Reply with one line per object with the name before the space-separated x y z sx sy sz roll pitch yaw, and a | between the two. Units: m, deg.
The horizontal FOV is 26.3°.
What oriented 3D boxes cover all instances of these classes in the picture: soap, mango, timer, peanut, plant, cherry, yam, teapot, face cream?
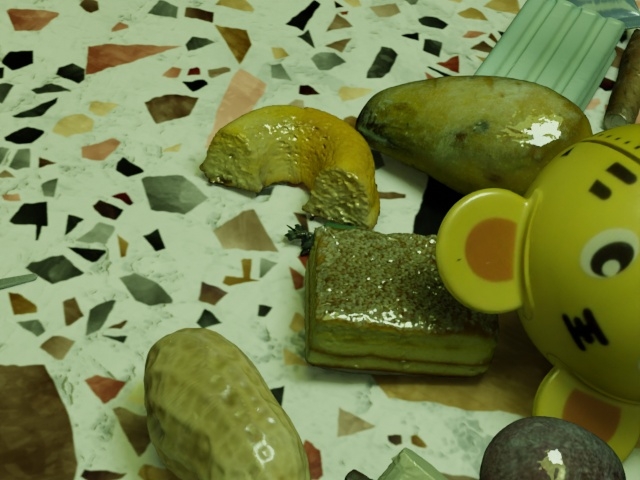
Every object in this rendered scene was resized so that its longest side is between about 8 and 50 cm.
soap | 0.341 -0.258 2.082 0.160 0.087 0.265 24 49 14
mango | 0.217 -0.145 1.922 0.329 0.175 0.176 13 11 32
timer | 0.361 0.051 1.636 0.387 0.376 0.376 -31 57 -15
peanut | -0.103 0.231 1.535 0.153 0.140 0.325 -25 58 -5
plant | 0.000 0.000 1.824 0.102 0.051 0.051 3 45 13
cherry | 0.255 0.280 1.529 0.176 0.140 0.176 15 57 -24
yam | 0.482 -0.251 2.118 0.057 0.057 0.241 19 48 10
teapot | 0.052 0.318 1.430 0.077 0.107 0.200 39 95 3
face cream | 0.455 -0.479 2.308 0.135 0.086 0.385 -6 49 11

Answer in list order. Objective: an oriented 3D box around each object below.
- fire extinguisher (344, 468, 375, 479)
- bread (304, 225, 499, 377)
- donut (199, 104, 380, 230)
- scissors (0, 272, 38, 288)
fire extinguisher | 0.129 0.349 1.494 0.268 0.072 0.089 28 30 17
bread | 0.098 0.081 1.723 0.234 0.110 0.184 4 44 -6
donut | -0.023 -0.119 1.906 0.259 0.101 0.152 17 42 13
scissors | -0.449 0.064 1.726 0.189 0.015 0.100 -12 51 -21
